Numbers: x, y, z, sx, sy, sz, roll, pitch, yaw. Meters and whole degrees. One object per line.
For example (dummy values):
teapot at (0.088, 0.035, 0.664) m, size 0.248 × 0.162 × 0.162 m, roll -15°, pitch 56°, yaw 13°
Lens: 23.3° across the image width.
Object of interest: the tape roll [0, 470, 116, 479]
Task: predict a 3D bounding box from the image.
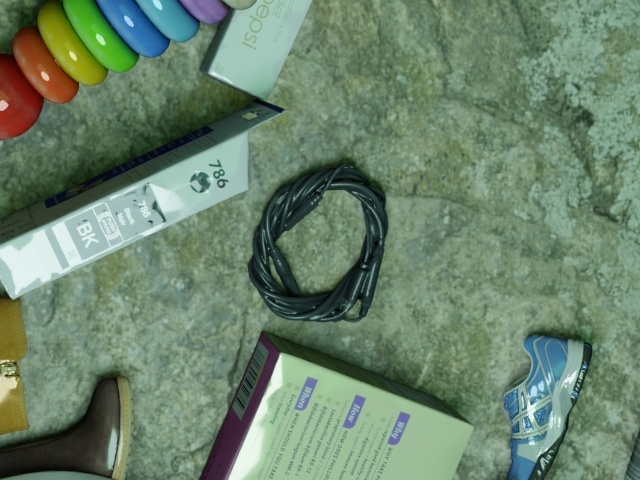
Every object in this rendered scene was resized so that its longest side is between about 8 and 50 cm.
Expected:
tape roll at (-0.300, 0.428, 1.664) m, size 0.392 × 0.072 × 0.392 m, roll -6°, pitch 115°, yaw -14°

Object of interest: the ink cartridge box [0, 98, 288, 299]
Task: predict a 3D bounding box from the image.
ink cartridge box at (-0.186, -0.048, 1.618) m, size 0.333 × 0.165 × 0.065 m, roll -26°, pitch 104°, yaw -7°

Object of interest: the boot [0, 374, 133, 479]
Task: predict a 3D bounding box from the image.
boot at (-0.321, 0.247, 1.669) m, size 0.207 × 0.090 × 0.248 m, roll 15°, pitch 99°, yaw -17°

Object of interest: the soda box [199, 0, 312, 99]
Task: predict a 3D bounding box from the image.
soda box at (-0.051, -0.263, 1.665) m, size 0.074 × 0.069 × 0.216 m, roll 24°, pitch 92°, yaw -16°

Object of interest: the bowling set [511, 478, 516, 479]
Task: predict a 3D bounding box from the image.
bowling set at (0.198, 0.428, 1.743) m, size 0.154 × 0.200 × 0.287 m, roll 21°, pitch 105°, yaw -13°

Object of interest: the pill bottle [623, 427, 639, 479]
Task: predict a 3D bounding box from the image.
pill bottle at (0.435, 0.296, 1.818) m, size 0.162 × 0.162 × 0.278 m, roll 15°, pitch 95°, yaw -15°

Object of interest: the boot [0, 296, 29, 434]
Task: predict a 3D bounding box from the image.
boot at (-0.420, 0.076, 1.617) m, size 0.211 × 0.104 × 0.295 m, roll -13°, pitch 92°, yaw -17°

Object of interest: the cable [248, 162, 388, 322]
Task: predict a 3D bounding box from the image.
cable at (0.000, 0.000, 1.736) m, size 0.151 × 0.047 × 0.184 m, roll 11°, pitch 99°, yaw -10°

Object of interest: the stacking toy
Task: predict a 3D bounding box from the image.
stacking toy at (-0.231, -0.216, 1.593) m, size 0.330 × 0.141 × 0.141 m, roll -33°, pitch 105°, yaw 10°

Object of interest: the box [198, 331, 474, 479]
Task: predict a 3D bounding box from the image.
box at (0.011, 0.249, 1.735) m, size 0.243 × 0.117 × 0.213 m, roll 22°, pitch 93°, yaw -14°

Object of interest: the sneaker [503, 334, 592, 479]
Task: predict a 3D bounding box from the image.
sneaker at (0.250, 0.207, 1.816) m, size 0.081 × 0.080 × 0.211 m, roll 19°, pitch 97°, yaw 11°
